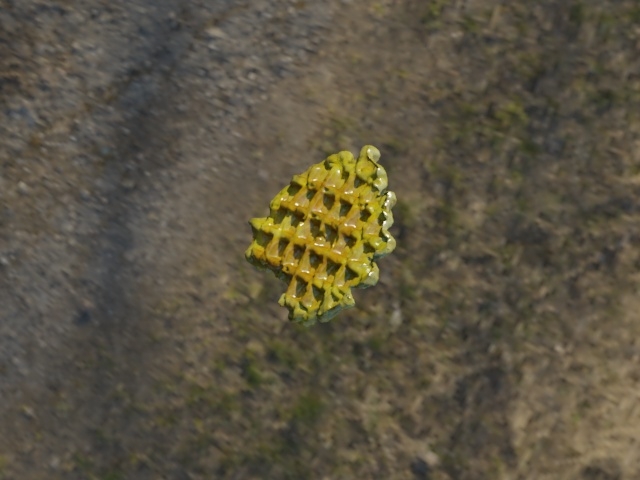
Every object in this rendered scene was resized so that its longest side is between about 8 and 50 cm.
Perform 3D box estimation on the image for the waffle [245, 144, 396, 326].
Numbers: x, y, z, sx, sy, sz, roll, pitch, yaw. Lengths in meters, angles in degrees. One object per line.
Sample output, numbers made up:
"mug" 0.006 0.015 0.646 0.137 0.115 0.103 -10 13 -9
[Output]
"waffle" 0.002 0.000 0.660 0.078 0.085 0.016 -42 132 21
